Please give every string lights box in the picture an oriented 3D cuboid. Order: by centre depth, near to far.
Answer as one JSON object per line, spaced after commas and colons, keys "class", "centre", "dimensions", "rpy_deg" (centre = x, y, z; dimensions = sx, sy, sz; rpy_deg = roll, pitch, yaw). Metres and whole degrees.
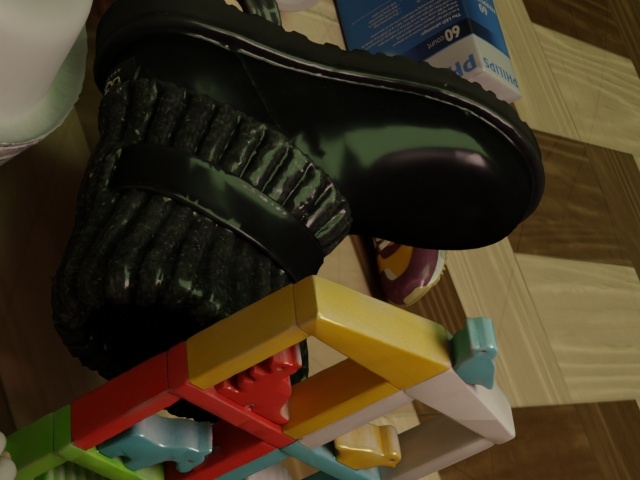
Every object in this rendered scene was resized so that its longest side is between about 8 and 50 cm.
{"class": "string lights box", "centre": [0.091, -0.228, 1.694], "dimensions": [0.076, 0.133, 0.260], "rpy_deg": [24, 46, -51]}

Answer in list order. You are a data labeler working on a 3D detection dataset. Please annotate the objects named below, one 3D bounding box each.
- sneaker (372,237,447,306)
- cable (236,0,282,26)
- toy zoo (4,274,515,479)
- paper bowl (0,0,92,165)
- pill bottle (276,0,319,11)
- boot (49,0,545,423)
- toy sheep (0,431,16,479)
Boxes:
{"class": "sneaker", "centre": [0.058, -0.021, 1.532], "dimensions": [0.084, 0.069, 0.185], "rpy_deg": [35, 31, -27]}
{"class": "cable", "centre": [-0.120, -0.195, 1.272], "dimensions": [0.072, 0.139, 0.287], "rpy_deg": [-1, 41, -29]}
{"class": "toy zoo", "centre": [-0.023, 0.108, 1.013], "dimensions": [0.192, 0.293, 0.030], "rpy_deg": [33, 39, -42]}
{"class": "paper bowl", "centre": [-0.248, -0.177, 1.053], "dimensions": [0.284, 0.148, 0.284], "rpy_deg": [42, 32, -35]}
{"class": "pill bottle", "centre": [-0.026, -0.269, 1.606], "dimensions": [0.065, 0.065, 0.116], "rpy_deg": [40, 34, -36]}
{"class": "boot", "centre": [-0.003, 0.002, 1.117], "dimensions": [0.348, 0.131, 0.260], "rpy_deg": [16, 47, -21]}
{"class": "toy sheep", "centre": [-0.208, 0.115, 0.923], "dimensions": [0.132, 0.091, 0.091], "rpy_deg": [42, 31, -8]}
